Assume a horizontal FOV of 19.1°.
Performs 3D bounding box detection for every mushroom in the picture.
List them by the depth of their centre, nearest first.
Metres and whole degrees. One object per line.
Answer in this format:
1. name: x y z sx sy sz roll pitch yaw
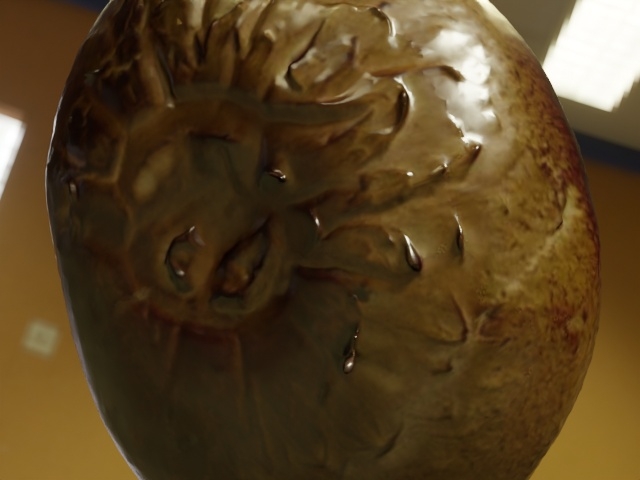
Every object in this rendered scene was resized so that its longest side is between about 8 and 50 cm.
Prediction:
1. mushroom: -0.013 0.003 0.851 0.163 0.297 0.278 -5 -24 -45
